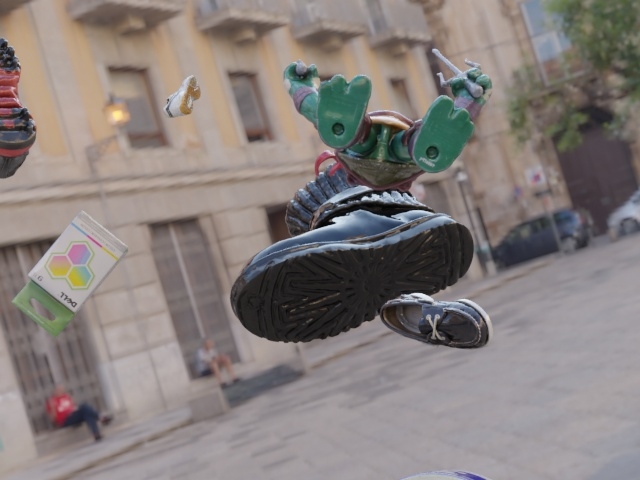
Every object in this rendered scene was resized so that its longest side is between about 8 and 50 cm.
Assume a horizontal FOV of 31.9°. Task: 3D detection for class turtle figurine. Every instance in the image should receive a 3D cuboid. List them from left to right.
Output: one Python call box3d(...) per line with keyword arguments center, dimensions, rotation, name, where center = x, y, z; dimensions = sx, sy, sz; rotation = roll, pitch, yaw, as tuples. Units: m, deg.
box3d(center=(0.057, -0.098, 0.927), dimensions=(0.175, 0.118, 0.234), rotation=(-3, 8, 2), name="turtle figurine")

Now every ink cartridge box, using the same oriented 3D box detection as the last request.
box3d(center=(-0.456, 0.061, 2.028), dimensions=(0.209, 0.109, 0.062), rotation=(-51, 3, -11), name="ink cartridge box")

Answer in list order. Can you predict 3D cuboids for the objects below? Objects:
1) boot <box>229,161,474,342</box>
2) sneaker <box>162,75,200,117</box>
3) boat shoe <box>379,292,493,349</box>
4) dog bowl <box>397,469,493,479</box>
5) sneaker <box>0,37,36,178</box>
box3d(center=(0.001, 0.004, 1.489), dimensions=(0.348, 0.131, 0.260), rotation=(-12, 31, -27), name="boot")
box3d(center=(-0.177, -0.182, 1.416), dimensions=(0.037, 0.032, 0.083), rotation=(-15, 27, 20), name="sneaker")
box3d(center=(0.100, 0.071, 0.980), dimensions=(0.038, 0.046, 0.125), rotation=(-11, 16, -32), name="boat shoe")
box3d(center=(0.170, 0.449, 1.529), dimensions=(0.265, 0.265, 0.104), rotation=(-18, -16, 18), name="dog bowl")
box3d(center=(-0.518, -0.207, 1.762), dimensions=(0.097, 0.276, 0.135), rotation=(-2, -40, -28), name="sneaker")
